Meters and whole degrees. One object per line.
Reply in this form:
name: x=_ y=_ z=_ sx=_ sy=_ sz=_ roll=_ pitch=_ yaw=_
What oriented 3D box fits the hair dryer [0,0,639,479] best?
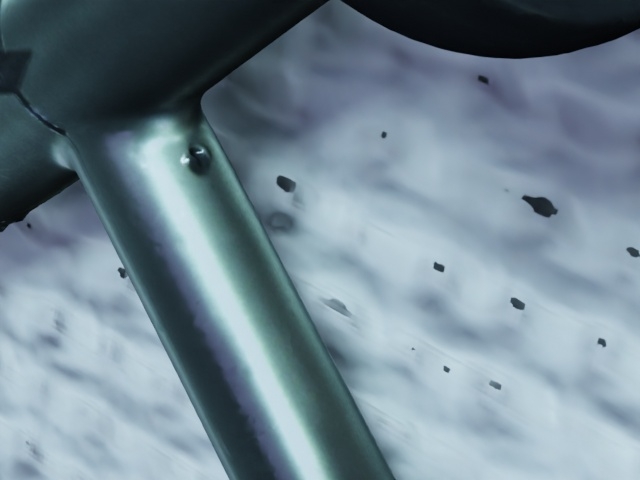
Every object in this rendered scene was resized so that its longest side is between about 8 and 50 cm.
hair dryer: x=0.018 y=-0.013 z=0.539 sx=0.284 sy=0.156 sz=0.320 roll=45 pitch=141 yaw=-2
